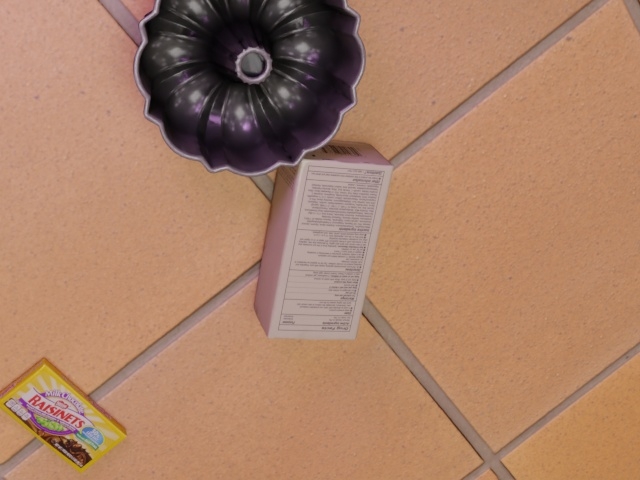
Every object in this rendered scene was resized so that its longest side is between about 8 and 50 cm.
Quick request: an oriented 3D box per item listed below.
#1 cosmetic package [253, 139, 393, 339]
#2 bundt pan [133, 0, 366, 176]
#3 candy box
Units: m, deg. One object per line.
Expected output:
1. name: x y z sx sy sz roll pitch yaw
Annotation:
1. cosmetic package: 0.000 0.000 1.513 0.160 0.113 0.309 4 114 -20
2. bundt pan: -0.110 -0.264 1.346 0.331 0.124 0.330 -7 116 -16
3. candy box: -0.427 0.293 1.559 0.105 0.027 0.206 -40 120 -1
